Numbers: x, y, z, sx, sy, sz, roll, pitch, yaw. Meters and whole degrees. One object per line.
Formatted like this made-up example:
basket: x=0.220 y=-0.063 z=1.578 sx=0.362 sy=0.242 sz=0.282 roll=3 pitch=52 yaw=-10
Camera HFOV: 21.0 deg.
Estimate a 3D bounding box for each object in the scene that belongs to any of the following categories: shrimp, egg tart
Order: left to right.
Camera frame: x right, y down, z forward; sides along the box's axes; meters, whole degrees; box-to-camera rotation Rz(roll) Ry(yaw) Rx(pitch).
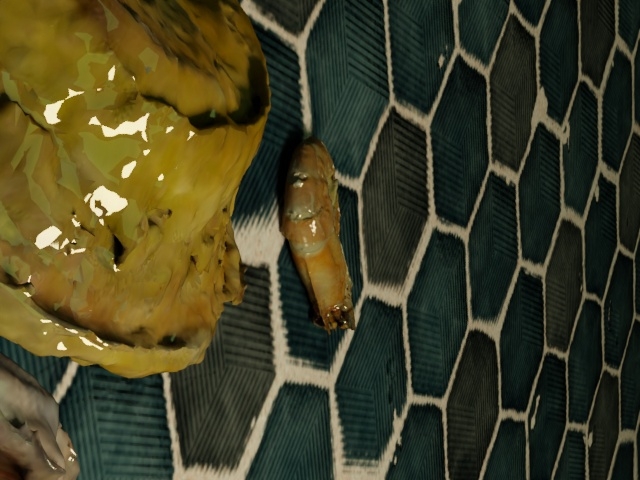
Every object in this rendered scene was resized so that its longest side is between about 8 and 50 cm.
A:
egg tart: x=-0.120 y=-0.094 z=0.734 sx=0.341 sy=0.129 sz=0.341 roll=52 pitch=17 yaw=-24
shrimp: x=0.000 y=0.000 z=1.356 sx=0.099 sy=0.041 sz=0.180 roll=-78 pitch=160 yaw=-53

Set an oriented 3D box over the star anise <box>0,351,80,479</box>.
star anise: x=-0.190 y=0.015 z=0.804 sx=0.198 sy=0.110 sz=0.258 roll=-5 pitch=93 yaw=-55
